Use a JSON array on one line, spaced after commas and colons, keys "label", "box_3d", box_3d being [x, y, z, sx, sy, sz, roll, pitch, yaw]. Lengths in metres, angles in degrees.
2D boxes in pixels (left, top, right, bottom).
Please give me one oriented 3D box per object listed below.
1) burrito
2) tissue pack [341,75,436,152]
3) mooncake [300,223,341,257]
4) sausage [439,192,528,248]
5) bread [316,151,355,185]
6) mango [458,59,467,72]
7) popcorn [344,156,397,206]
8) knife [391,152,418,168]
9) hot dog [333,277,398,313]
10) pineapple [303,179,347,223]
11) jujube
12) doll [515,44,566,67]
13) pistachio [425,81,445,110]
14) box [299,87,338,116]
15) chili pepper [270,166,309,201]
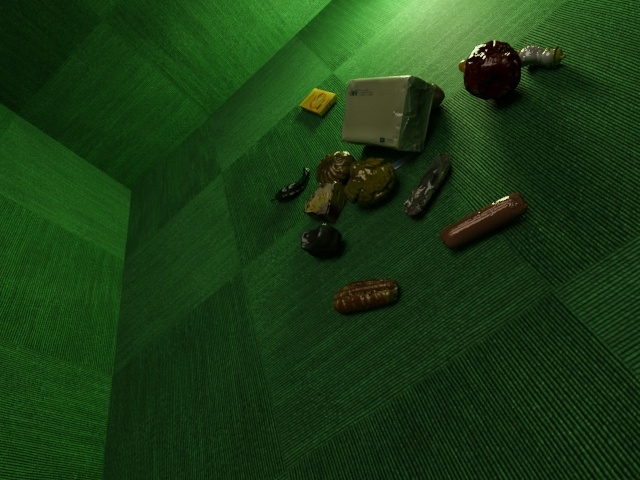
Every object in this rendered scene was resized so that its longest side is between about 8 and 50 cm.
[{"label": "burrito", "box_3d": [0.422, -0.219, 1.593, 0.096, 0.066, 0.309, 17, 69, 50]}, {"label": "tissue pack", "box_3d": [0.285, -0.552, 1.813, 0.380, 0.207, 0.297, 21, 108, 50]}, {"label": "mooncake", "box_3d": [0.000, 0.000, 1.724, 0.168, 0.175, 0.104, 18, 61, 4]}, {"label": "sausage", "box_3d": [0.531, -0.061, 1.352, 0.289, 0.086, 0.086, -29, 44, 20]}, {"label": "bread", "box_3d": [0.066, -0.348, 1.992, 0.213, 0.105, 0.213, -22, 50, 29]}, {"label": "mango", "box_3d": [0.656, -0.772, 1.838, 0.060, 0.046, 0.089, -42, 53, 11]}, {"label": "popcorn", "box_3d": [0.210, -0.252, 1.747, 0.203, 0.200, 0.226, -72, 5, -64]}, {"label": "knife", "box_3d": [0.288, -0.307, 1.823, 0.313, 0.019, 0.044, -30, 51, 20]}, {"label": "hot dog", "box_3d": [0.161, 0.196, 1.500, 0.269, 0.072, 0.115, -21, 39, 30]}, {"label": "pineapple", "box_3d": [0.029, -0.164, 1.890, 0.236, 0.114, 0.186, -42, 40, 23]}, {"label": "jujube", "box_3d": [0.670, -0.657, 1.609, 0.213, 0.213, 0.232, -14, 41, 35]}, {"label": "doll", "box_3d": [0.839, -0.708, 1.587, 0.129, 0.081, 0.207, -24, 34, -25]}, {"label": "pistachio", "box_3d": [0.460, -0.645, 1.860, 0.136, 0.136, 0.226, -53, 32, -6]}, {"label": "box", "box_3d": [-0.013, -0.836, 2.492, 0.152, 0.043, 0.269, -48, 39, 1]}, {"label": "chili pepper", "box_3d": [-0.164, -0.272, 2.169, 0.279, 0.065, 0.122, -35, 33, 13]}]
